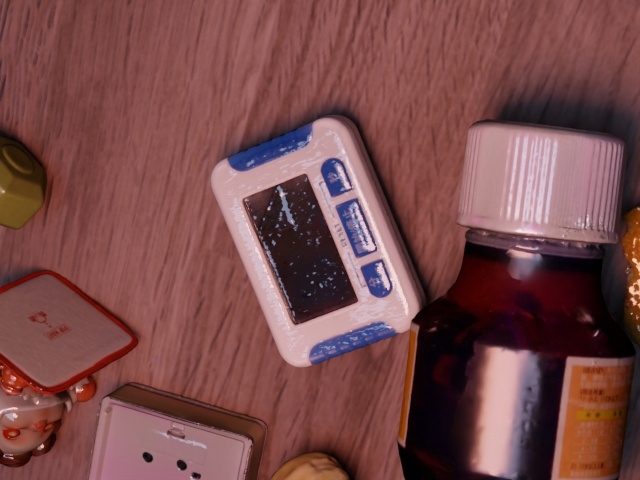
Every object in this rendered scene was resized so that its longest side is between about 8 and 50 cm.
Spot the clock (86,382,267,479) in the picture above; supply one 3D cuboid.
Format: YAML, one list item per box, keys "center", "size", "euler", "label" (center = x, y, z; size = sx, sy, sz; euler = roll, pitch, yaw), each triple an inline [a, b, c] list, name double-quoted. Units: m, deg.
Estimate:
- center: [-0.172, 0.265, 1.846]
  size: [0.192, 0.071, 0.147]
  euler: [14, 104, 13]
  label: "clock"

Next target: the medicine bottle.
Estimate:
- center: [0.217, 0.076, 1.610]
  size: [0.242, 0.242, 0.395]
  euler: [12, 98, 14]
  label: "medicine bottle"

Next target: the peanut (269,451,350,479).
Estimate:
- center: [-0.034, 0.375, 1.805]
  size: [0.130, 0.130, 0.290]
  euler: [27, 110, 9]
  label: "peanut"

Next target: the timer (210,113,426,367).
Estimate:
- center: [0.000, 0.000, 1.741]
  size: [0.178, 0.078, 0.253]
  euler: [-20, 94, 21]
  label: "timer"

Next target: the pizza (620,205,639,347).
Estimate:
- center: [0.386, 0.032, 1.647]
  size: [0.134, 0.056, 0.271]
  euler: [0, 102, 14]
  label: "pizza"

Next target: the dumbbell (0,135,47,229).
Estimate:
- center: [-0.452, 0.001, 1.855]
  size: [0.108, 0.121, 0.302]
  euler: [38, 112, -25]
  label: "dumbbell"

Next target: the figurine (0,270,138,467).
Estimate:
- center: [-0.357, 0.185, 1.844]
  size: [0.160, 0.183, 0.226]
  euler: [37, 121, 16]
  label: "figurine"
